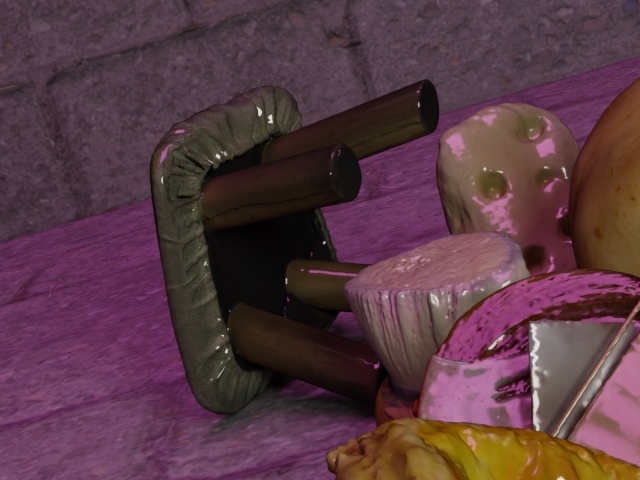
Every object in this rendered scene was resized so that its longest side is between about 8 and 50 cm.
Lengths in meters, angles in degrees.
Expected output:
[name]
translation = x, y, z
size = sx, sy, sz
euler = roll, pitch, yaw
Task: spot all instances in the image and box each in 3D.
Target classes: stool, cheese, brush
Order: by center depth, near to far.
[brush]
translation = 0.122, 0.104, 0.992
size = 0.174, 0.166, 0.267
euler = -17, 15, 0
[cheese]
translation = 0.212, -0.020, 1.237
size = 0.159, 0.263, 0.093
euler = -12, -27, -13
[stool]
translation = 0.000, 0.000, 1.287
size = 0.226, 0.310, 0.310
euler = -2, 20, 27

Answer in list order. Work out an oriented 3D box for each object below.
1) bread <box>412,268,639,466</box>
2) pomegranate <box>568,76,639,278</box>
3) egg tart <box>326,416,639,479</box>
[bread]
translation = 0.170, 0.116, 0.790
size = 0.212, 0.142, 0.224
euler = 24, 69, 39
[pomegranate]
translation = 0.348, -0.026, 0.935
size = 0.319, 0.319, 0.319
euler = -16, 13, 4
[egg tart]
translation = 0.143, 0.192, 0.523
size = 0.341, 0.132, 0.341
euler = 22, 11, -5
